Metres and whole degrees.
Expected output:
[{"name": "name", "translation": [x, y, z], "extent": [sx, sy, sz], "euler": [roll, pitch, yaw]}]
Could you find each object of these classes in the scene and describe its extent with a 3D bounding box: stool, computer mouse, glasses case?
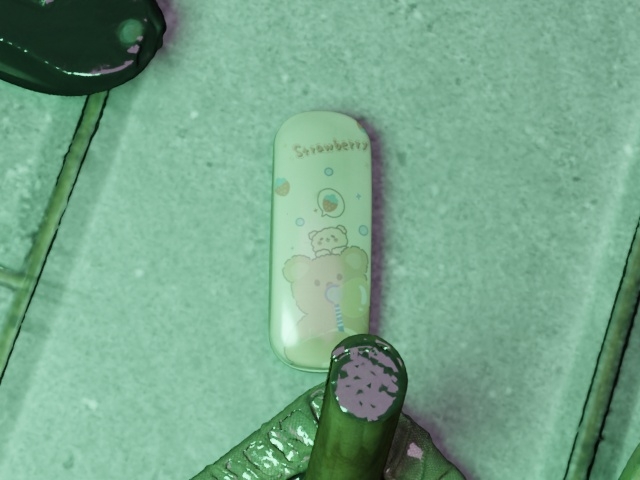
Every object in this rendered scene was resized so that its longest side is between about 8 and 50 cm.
[{"name": "stool", "translation": [0.014, 0.266, 1.323], "extent": [0.310, 0.226, 0.310], "euler": [-38, 83, -13]}, {"name": "computer mouse", "translation": [-0.221, -0.179, 1.486], "extent": [0.217, 0.073, 0.122], "euler": [25, 71, 6]}, {"name": "glasses case", "translation": [0.000, 0.000, 1.478], "extent": [0.081, 0.051, 0.204], "euler": [1, 76, -6]}]

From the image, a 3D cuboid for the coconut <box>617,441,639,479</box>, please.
[{"name": "coconut", "translation": [0.296, 0.228, 1.303], "extent": [0.259, 0.259, 0.259], "euler": [2, 75, -7]}]
